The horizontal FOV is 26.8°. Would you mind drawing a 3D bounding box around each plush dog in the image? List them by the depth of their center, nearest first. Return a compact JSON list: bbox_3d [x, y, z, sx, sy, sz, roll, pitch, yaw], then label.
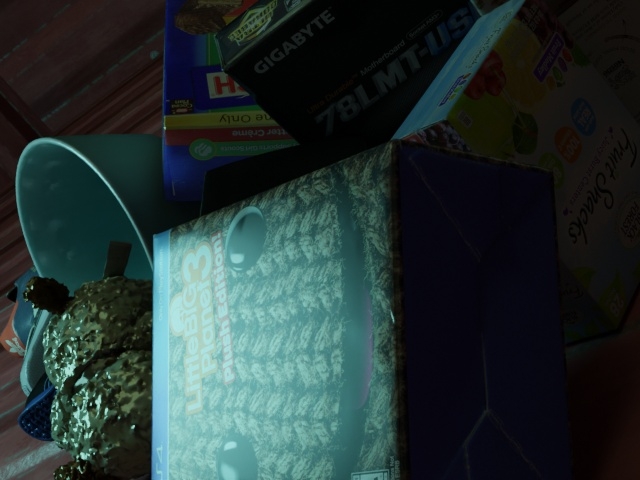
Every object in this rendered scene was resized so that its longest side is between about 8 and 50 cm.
[{"bbox_3d":[-0.204,0.148,1.401,0.262,0.210,0.225,-41,43,5],"label":"plush dog"}]

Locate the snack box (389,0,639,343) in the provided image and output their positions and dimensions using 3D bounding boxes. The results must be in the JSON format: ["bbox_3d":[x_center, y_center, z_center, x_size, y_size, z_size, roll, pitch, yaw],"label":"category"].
[{"bbox_3d":[0.168,-0.055,1.006,0.070,0.207,0.174,-22,26,47],"label":"snack box"}]

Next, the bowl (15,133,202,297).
[{"bbox_3d":[-0.229,-0.011,1.680,0.163,0.312,0.311,-29,8,-34],"label":"bowl"}]

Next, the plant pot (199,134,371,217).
[{"bbox_3d":[0.000,0.000,1.305,0.167,0.188,0.187,-27,19,6],"label":"plant pot"}]

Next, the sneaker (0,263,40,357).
[{"bbox_3d":[-0.405,0.054,2.105,0.148,0.131,0.350,-27,22,27],"label":"sneaker"}]

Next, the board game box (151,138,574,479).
[{"bbox_3d":[0.015,0.085,0.915,0.291,0.141,0.232,-19,68,51],"label":"board game box"}]

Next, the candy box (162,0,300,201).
[{"bbox_3d":[-0.056,-0.192,1.620,0.268,0.122,0.317,-2,44,-4],"label":"candy box"}]

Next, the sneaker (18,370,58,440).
[{"bbox_3d":[-0.288,0.165,1.662,0.232,0.081,0.090,-31,27,34],"label":"sneaker"}]

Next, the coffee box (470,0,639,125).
[{"bbox_3d":[0.205,-0.207,1.149,0.119,0.297,0.168,-34,18,16],"label":"coffee box"}]

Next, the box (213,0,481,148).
[{"bbox_3d":[0.097,-0.188,1.346,0.295,0.293,0.073,-36,43,15],"label":"box"}]

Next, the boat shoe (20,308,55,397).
[{"bbox_3d":[-0.332,0.070,1.847,0.119,0.121,0.335,-15,45,61],"label":"boat shoe"}]
